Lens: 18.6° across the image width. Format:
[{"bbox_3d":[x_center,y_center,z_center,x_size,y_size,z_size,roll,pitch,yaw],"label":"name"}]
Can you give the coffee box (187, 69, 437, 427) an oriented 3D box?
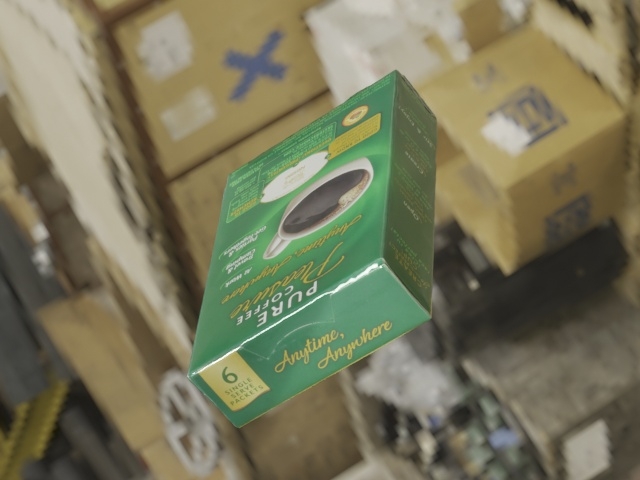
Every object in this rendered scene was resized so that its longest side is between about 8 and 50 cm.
[{"bbox_3d":[0.000,0.000,0.924,0.040,0.113,0.184,50,-159,-23],"label":"coffee box"}]
